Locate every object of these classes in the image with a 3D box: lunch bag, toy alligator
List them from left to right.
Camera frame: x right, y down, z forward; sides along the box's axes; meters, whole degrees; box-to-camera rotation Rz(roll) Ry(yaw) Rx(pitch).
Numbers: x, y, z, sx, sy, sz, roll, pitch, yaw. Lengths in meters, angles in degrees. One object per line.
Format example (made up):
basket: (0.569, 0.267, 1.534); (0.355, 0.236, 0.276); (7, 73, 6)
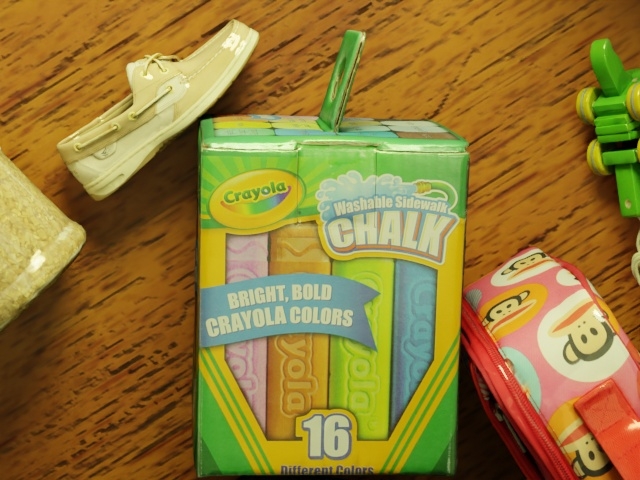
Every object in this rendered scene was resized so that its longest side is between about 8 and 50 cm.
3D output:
lunch bag: (0.207, 0.155, 0.986); (0.120, 0.258, 0.293); (-32, 101, 2)
toy alligator: (0.237, -0.061, 1.057); (0.051, 0.056, 0.190); (-25, 105, -41)

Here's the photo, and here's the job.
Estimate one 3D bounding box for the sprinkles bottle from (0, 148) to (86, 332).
sprinkles bottle: (-0.323, -0.087, 0.972); (0.121, 0.121, 0.355); (-43, 101, 4)

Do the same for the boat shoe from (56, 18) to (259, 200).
boat shoe: (-0.118, -0.103, 1.013); (0.170, 0.063, 0.059); (-43, 106, 5)

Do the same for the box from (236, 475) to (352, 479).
box: (-0.047, 0.397, 0.826); (0.472, 0.480, 0.297); (-40, 101, -22)

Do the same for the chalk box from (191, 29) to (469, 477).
chalk box: (0.000, 0.000, 0.984); (0.179, 0.180, 0.289); (0, 99, -5)
